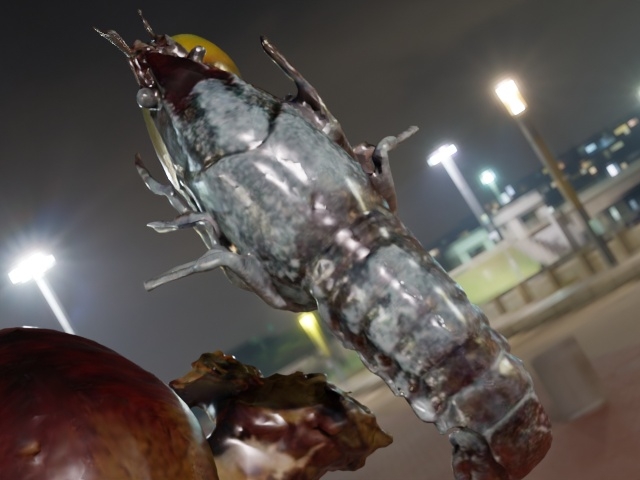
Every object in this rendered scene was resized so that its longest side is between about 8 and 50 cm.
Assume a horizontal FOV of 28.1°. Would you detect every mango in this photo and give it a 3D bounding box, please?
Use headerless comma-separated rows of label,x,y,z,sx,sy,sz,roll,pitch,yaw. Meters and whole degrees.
mango,-0.145,-0.127,1.460,0.114,0.156,0.251,-23,-31,-21

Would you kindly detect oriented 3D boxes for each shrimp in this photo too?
shrimp,-0.002,-0.004,0.868,0.221,0.410,0.166,-39,-27,-18

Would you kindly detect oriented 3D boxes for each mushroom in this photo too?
mushroom,-0.183,0.211,0.924,0.356,0.331,0.334,27,-99,-62
